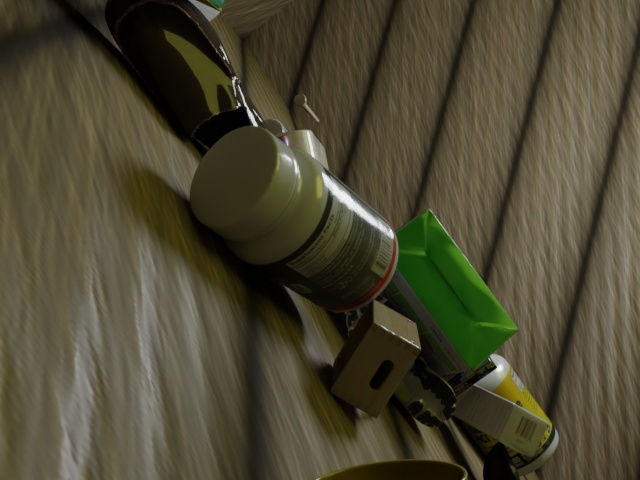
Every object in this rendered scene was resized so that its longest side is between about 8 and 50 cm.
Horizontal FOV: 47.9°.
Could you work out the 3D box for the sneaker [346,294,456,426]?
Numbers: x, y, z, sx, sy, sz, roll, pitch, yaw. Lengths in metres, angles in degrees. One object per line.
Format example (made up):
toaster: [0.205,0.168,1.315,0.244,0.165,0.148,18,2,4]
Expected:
sneaker: [0.123,0.209,1.264,0.279,0.107,0.118,57,-10,-12]

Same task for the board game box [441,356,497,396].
board game box: [0.258,0.254,1.508,0.048,0.170,0.141,40,17,-49]

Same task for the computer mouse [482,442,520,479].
computer mouse: [0.394,0.549,1.469,0.188,0.072,0.272,-27,94,-84]

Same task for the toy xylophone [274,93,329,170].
toy xylophone: [-0.037,-0.204,1.729,0.322,0.081,0.236,50,29,-74]

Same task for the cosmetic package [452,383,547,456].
cosmetic package: [0.340,0.355,1.499,0.117,0.085,0.231,32,-9,-28]

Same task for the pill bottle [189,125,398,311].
pill bottle: [-0.030,-0.022,0.953,0.283,0.161,0.161,36,19,-48]

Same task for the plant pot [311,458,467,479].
plant pot: [0.058,0.241,0.585,0.134,0.134,0.095,16,67,-78]

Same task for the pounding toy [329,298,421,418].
pounding toy: [0.078,0.172,0.970,0.100,0.141,0.130,30,12,-2]

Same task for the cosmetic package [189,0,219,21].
cosmetic package: [-0.337,-0.520,1.395,0.224,0.138,0.225,55,9,3]

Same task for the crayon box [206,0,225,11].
crayon box: [-0.290,-0.444,0.977,0.313,0.106,0.363,25,10,-2]

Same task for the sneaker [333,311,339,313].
sneaker: [0.016,0.034,1.196,0.090,0.115,0.232,59,9,32]

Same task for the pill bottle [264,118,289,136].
pill bottle: [-0.106,-0.252,1.838,0.078,0.078,0.137,57,8,20]

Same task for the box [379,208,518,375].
box: [0.182,0.108,1.300,0.262,0.127,0.231,54,-21,3]

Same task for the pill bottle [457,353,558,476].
pill bottle: [0.431,0.411,1.813,0.334,0.188,0.188,53,8,-5]

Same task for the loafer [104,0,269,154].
loafer: [-0.177,-0.230,1.100,0.366,0.134,0.130,48,9,-37]
